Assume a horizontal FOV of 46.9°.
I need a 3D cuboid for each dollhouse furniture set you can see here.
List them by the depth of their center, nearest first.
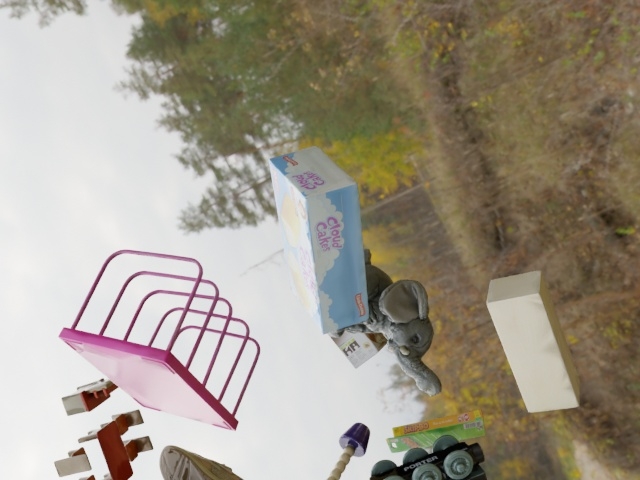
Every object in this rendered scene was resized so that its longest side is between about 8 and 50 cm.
[{"bbox_3d":[-0.524,0.477,1.817,0.262,0.135,0.259,-36,-72,-71],"label":"dollhouse furniture set"}]

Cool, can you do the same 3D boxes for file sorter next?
[{"bbox_3d":[-0.249,0.168,1.254,0.290,0.202,0.182,64,-140,-52],"label":"file sorter"}]

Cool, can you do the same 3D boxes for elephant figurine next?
[{"bbox_3d":[0.148,0.152,1.410,0.169,0.240,0.185,-35,-38,-69],"label":"elephant figurine"}]

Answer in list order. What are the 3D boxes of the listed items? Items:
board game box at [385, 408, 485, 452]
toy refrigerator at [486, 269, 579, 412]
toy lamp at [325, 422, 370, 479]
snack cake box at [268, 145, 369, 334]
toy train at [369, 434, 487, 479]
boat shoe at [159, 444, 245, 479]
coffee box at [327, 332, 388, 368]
[{"bbox_3d":[0.304,0.509,1.955,0.124,0.260,0.039,69,-173,-54],"label":"board game box"},{"bbox_3d":[0.418,0.197,1.436,0.269,0.102,0.094,64,-152,-21],"label":"toy refrigerator"},{"bbox_3d":[0.046,0.566,1.822,0.274,0.080,0.080,-53,-57,-43],"label":"toy lamp"},{"bbox_3d":[0.000,0.000,1.191,0.152,0.089,0.264,-129,26,-53],"label":"snack cake box"},{"bbox_3d":[0.273,0.632,1.876,0.142,0.334,0.190,-145,36,-78],"label":"toy train"},{"bbox_3d":[-0.282,0.643,1.935,0.341,0.121,0.110,26,-167,29],"label":"boat shoe"},{"bbox_3d":[0.079,0.213,2.059,0.246,0.098,0.141,51,-151,5],"label":"coffee box"}]
